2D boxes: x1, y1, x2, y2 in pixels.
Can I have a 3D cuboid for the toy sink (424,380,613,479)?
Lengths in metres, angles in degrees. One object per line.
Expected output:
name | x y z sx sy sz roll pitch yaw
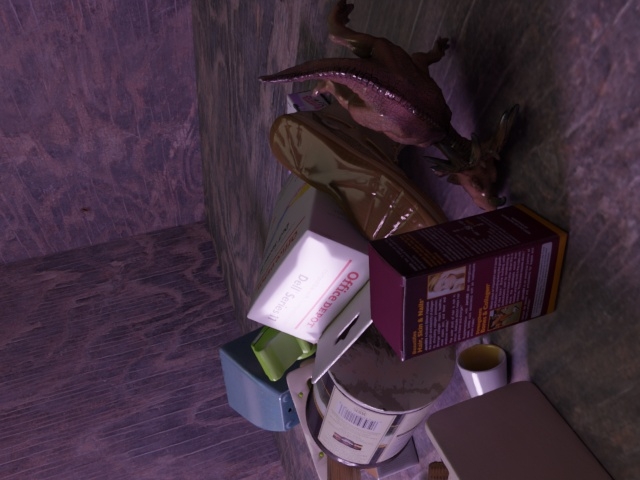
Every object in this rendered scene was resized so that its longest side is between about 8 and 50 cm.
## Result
toy sink | 0.227 0.302 0.643 0.234 0.153 0.131 -122 24 -45

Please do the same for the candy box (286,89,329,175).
candy box | -0.009 -0.176 1.167 0.196 0.070 0.164 92 157 -43

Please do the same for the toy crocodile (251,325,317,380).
toy crocodile | -0.004 0.102 0.981 0.105 0.340 0.115 -8 113 34

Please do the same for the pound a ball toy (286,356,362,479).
pound a ball toy | 0.033 0.427 1.468 0.208 0.136 0.319 50 -162 -67

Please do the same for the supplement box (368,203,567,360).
supplement box | 0.151 0.040 0.612 0.081 0.188 0.104 -128 29 -56

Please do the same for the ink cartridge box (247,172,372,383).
ink cartridge box | 0.000 0.000 0.839 0.207 0.119 0.353 -54 18 39

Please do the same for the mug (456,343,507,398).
mug | 0.218 0.175 0.758 0.062 0.078 0.064 -1 115 40

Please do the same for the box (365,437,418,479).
box | 0.112 0.372 1.176 0.130 0.091 0.170 147 108 -73

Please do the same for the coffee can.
coffee can | 0.087 0.235 0.957 0.275 0.202 0.201 100 151 -53

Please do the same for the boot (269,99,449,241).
boot | 0.089 -0.101 0.763 0.262 0.203 0.095 37 132 14

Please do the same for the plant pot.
plant pot | -0.124 0.427 1.754 0.252 0.248 0.247 30 134 46

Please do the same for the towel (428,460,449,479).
towel | 0.204 0.518 0.838 0.271 0.040 0.370 117 161 -68

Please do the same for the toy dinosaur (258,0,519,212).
toy dinosaur | 0.094 -0.141 0.612 0.127 0.296 0.200 -55 45 29

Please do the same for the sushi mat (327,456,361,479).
sushi mat | 0.049 0.397 1.234 0.151 0.019 0.316 41 -141 -48
